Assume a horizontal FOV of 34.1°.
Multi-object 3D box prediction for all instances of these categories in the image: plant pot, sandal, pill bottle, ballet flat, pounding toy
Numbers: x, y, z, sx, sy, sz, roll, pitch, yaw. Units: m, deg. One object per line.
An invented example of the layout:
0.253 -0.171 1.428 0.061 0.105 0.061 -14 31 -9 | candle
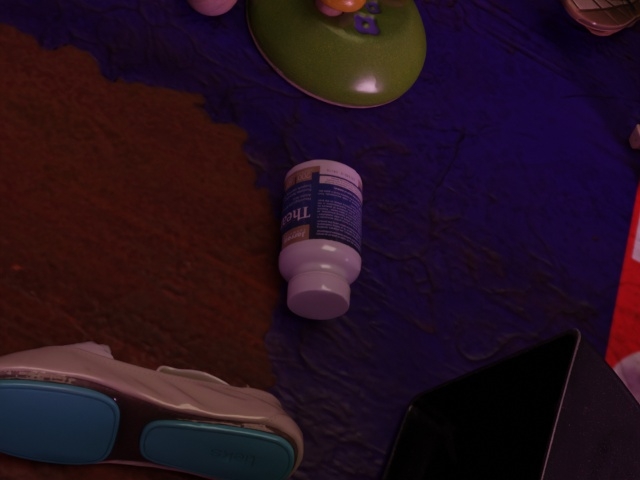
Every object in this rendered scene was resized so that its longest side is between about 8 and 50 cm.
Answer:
0.152 0.205 0.728 0.167 0.188 0.187 38 51 -16 | plant pot
0.317 -0.260 1.165 0.180 0.049 0.072 -21 77 -49 | sandal
0.000 0.000 0.842 0.067 0.067 0.120 14 56 -17 | pill bottle
-0.132 0.113 0.715 0.249 0.086 0.086 16 55 -17 | ballet flat
0.010 -0.241 0.967 0.237 0.110 0.183 29 53 -7 | pounding toy

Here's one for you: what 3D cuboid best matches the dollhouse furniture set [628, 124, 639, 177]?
0.395 -0.088 1.070 0.114 0.081 0.091 4 60 -23 | dollhouse furniture set
